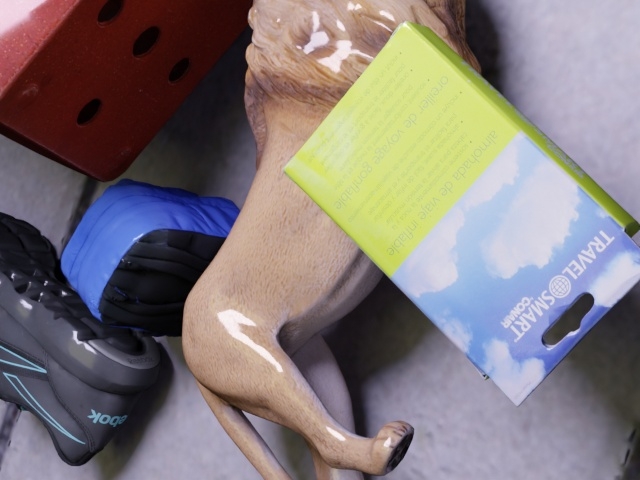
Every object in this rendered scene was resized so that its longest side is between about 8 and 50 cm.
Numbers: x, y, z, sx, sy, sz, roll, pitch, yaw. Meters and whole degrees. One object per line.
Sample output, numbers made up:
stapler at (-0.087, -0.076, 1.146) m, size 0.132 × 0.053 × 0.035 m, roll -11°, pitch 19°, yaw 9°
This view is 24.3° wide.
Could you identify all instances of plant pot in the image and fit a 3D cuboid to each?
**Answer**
plant pot at (-0.188, -0.190, 0.947) m, size 0.235 × 0.267 × 0.267 m, roll 41°, pitch 91°, yaw 20°

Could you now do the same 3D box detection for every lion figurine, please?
lion figurine at (0.000, 0.000, 0.896) m, size 0.240 × 0.142 × 0.392 m, roll 32°, pitch 100°, yaw 22°

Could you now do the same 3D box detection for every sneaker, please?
sneaker at (-0.233, 0.062, 1.119) m, size 0.267 × 0.101 × 0.106 m, roll 39°, pitch 113°, yaw 35°

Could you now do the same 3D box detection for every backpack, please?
backpack at (-0.118, 0.010, 1.013) m, size 0.101 × 0.120 × 0.098 m, roll 41°, pitch 113°, yaw 34°

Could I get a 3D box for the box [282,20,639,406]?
box at (0.078, -0.015, 0.767) m, size 0.178 × 0.042 × 0.109 m, roll 46°, pitch 110°, yaw 15°
